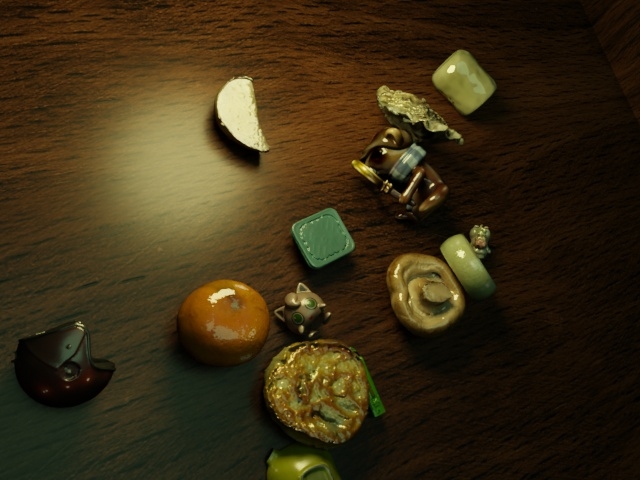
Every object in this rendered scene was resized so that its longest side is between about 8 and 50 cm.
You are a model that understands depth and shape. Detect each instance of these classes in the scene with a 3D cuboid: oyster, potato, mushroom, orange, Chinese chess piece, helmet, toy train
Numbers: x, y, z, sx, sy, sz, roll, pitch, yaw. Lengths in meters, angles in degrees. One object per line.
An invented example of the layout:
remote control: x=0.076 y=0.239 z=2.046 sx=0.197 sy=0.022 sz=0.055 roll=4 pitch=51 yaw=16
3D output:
oyster: x=0.324 y=-0.419 z=1.901 sx=0.351 sy=0.238 sz=0.115 roll=37 pitch=93 yaw=20
potato: x=-0.251 y=-0.361 z=1.683 sx=0.138 sy=0.098 sz=0.243 roll=-12 pitch=84 yaw=-25
mushroom: x=0.325 y=0.170 z=1.749 sx=0.278 sy=0.146 sz=0.278 roll=6 pitch=69 yaw=-16
orange: x=-0.250 y=0.215 z=1.437 sx=0.240 sy=0.171 sz=0.240 roll=11 pitch=60 yaw=-21
Chinese chess piece: x=0.480 y=0.084 z=1.817 sx=0.092 sy=0.238 sz=0.238 roll=-34 pitch=88 yaw=13
helmet: x=-0.573 y=0.273 z=1.248 sx=0.216 sy=0.189 sz=0.193 roll=27 pitch=72 yaw=-20
toy train: x=0.126 y=0.409 z=1.626 sx=0.044 sy=0.042 sz=0.209 roll=-19 pitch=82 yaw=-31

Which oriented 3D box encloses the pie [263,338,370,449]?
pie: x=-0.004 y=0.415 z=1.514 sx=0.315 sy=0.092 sz=0.315 roll=11 pitch=58 yaw=-18

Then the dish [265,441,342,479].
dish: x=-0.020 y=0.645 z=1.435 sx=0.221 sy=0.108 sz=0.262 roll=-10 pitch=77 yaw=-29

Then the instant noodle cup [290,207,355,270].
instant noodle cup: x=0.000 y=0.000 z=1.693 sx=0.179 sy=0.070 sz=0.157 roll=-25 pitch=83 yaw=-30

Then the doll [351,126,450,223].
doll: x=0.278 y=-0.211 z=1.848 sx=0.340 sy=0.209 sz=0.318 roll=51 pitch=27 yaw=-4

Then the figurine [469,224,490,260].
figurine: x=0.545 y=0.022 z=1.944 sx=0.098 sy=0.081 sz=0.146 roll=46 pitch=51 yaw=-49

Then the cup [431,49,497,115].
cup: x=0.561 y=-0.625 z=2.125 sx=0.202 sy=0.173 sz=0.255 roll=45 pitch=60 yaw=-7

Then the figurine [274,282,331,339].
figurine: x=-0.046 y=0.202 z=1.569 sx=0.138 sy=0.125 sz=0.125 roll=41 pitch=58 yaw=13
